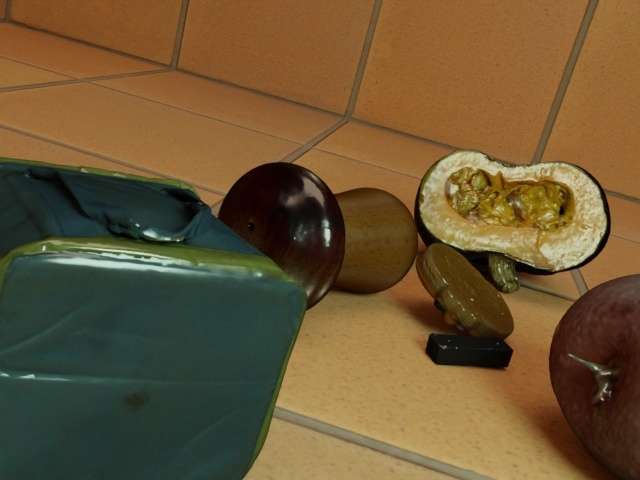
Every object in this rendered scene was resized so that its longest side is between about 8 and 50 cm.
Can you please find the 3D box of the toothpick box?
[{"bbox_3d":[0.000,0.000,0.978,0.192,0.192,0.294,28,17,36],"label":"toothpick box"}]

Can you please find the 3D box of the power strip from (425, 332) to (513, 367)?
[{"bbox_3d":[0.190,0.141,0.945,0.111,0.029,0.038,6,20,-19],"label":"power strip"}]

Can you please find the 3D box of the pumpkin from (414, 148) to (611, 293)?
[{"bbox_3d":[0.320,-0.020,1.314,0.324,0.242,0.232,12,-12,4],"label":"pumpkin"}]

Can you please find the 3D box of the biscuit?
[{"bbox_3d":[0.194,0.082,1.034,0.170,0.050,0.170,35,26,-20],"label":"biscuit"}]

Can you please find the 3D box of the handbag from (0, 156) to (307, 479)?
[{"bbox_3d":[-0.174,0.060,0.595,0.263,0.223,0.241,5,16,-31],"label":"handbag"}]

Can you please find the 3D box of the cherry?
[{"bbox_3d":[0.379,0.155,0.762,0.307,0.221,0.261,24,11,-23],"label":"cherry"}]
